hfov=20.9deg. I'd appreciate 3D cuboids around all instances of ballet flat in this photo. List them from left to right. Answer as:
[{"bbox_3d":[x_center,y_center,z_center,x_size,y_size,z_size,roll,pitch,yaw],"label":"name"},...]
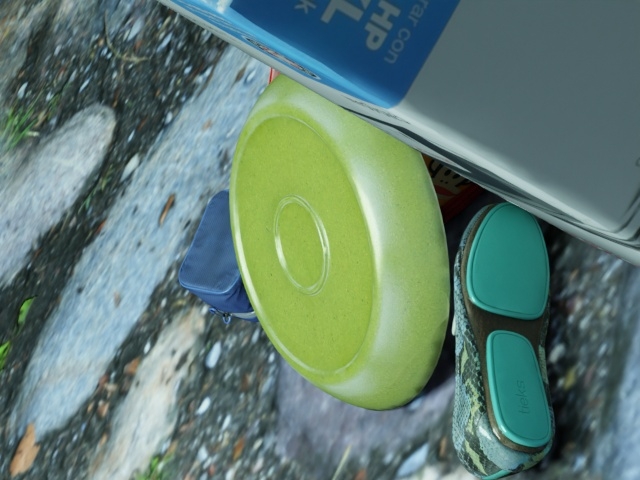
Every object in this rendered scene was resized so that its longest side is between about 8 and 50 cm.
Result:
[{"bbox_3d":[0.103,0.062,1.047,0.070,0.070,0.188,-35,35,38],"label":"ballet flat"}]

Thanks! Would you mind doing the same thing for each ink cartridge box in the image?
[{"bbox_3d":[0.093,-0.117,0.879,0.166,0.395,0.285,-62,29,3],"label":"ink cartridge box"}]

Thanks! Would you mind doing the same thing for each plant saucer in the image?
[{"bbox_3d":[0.000,0.000,1.143,0.241,0.037,0.241,32,129,51],"label":"plant saucer"}]

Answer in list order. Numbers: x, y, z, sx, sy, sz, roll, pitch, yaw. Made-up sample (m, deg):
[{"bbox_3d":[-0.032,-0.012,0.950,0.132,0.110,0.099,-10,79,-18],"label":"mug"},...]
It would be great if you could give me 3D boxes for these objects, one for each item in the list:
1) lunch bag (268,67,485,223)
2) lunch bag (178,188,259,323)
[{"bbox_3d":[0.054,-0.156,1.217,0.258,0.120,0.293,-47,42,30],"label":"lunch bag"},{"bbox_3d":[-0.057,0.017,1.329,0.067,0.065,0.098,12,74,43],"label":"lunch bag"}]
